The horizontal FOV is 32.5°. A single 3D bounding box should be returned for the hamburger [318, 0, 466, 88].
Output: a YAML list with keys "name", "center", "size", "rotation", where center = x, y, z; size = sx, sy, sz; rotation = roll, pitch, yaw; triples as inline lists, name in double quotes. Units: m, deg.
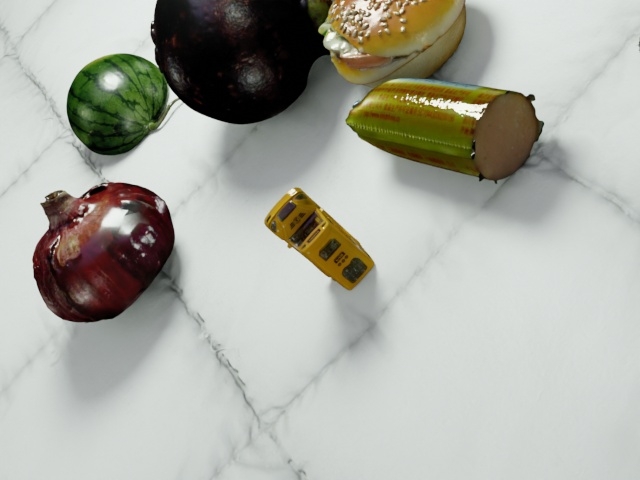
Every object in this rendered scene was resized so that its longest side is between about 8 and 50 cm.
- name: "hamburger"
  center: [0.113, -0.327, 1.629]
  size: [0.237, 0.147, 0.236]
  rotation: [-21, 48, 25]

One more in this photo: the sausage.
- name: "sausage"
  center: [0.141, -0.158, 1.498]
  size: [0.125, 0.117, 0.317]
  rotation: [-47, 36, -21]

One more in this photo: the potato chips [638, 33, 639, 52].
- name: "potato chips"
  center: [0.451, -0.246, 1.357]
  size: [0.142, 0.026, 0.209]
  rotation: [6, 64, 47]

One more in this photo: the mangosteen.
- name: "mangosteen"
  center: [-0.115, -0.332, 1.760]
  size: [0.297, 0.314, 0.296]
  rotation: [25, 119, 58]

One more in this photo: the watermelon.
- name: "watermelon"
  center: [-0.393, -0.270, 2.059]
  size: [0.204, 0.127, 0.232]
  rotation: [-45, 46, 0]

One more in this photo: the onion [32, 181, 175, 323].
- name: "onion"
  center: [-0.358, 0.007, 1.741]
  size: [0.252, 0.219, 0.252]
  rotation: [-25, 37, 21]

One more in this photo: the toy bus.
- name: "toy bus"
  center: [0.000, 0.000, 1.465]
  size: [0.069, 0.162, 0.074]
  rotation: [-47, 43, 3]
